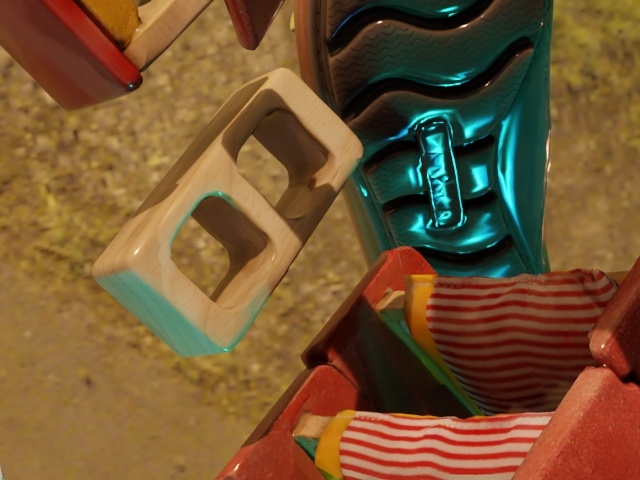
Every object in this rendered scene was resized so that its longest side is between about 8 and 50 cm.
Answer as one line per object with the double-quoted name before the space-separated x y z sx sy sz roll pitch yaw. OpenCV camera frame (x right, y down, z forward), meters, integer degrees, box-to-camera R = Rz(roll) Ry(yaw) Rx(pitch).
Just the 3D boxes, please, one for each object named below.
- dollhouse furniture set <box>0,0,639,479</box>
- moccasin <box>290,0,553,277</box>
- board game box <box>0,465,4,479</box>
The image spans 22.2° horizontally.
"dollhouse furniture set" 0.000 0.000 0.639 0.374 0.201 0.152 46 62 -21
"moccasin" 0.062 -0.088 0.879 0.147 0.139 0.380 -107 177 -49
"board game box" -0.286 0.084 0.582 0.291 0.232 0.141 -18 82 -21
